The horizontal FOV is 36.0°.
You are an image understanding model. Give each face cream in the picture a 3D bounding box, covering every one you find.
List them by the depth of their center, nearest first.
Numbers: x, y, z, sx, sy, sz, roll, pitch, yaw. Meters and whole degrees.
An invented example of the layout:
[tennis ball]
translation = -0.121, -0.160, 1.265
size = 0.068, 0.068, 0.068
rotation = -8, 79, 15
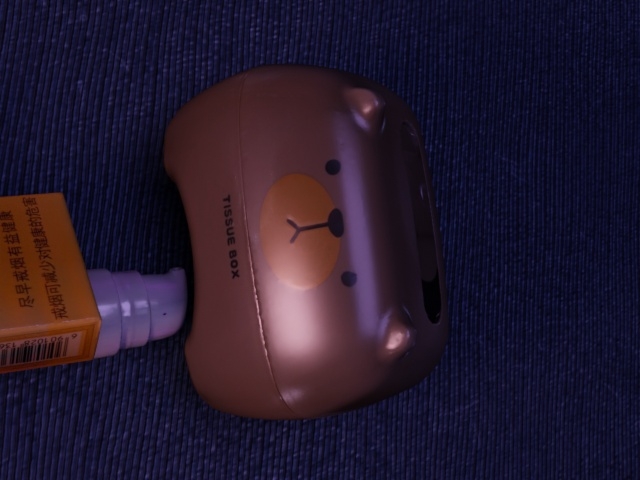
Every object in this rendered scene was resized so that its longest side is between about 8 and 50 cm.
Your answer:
[face cream]
translation = -0.311, 0.087, 1.061
size = 0.345, 0.102, 0.102
rotation = -5, 84, -27

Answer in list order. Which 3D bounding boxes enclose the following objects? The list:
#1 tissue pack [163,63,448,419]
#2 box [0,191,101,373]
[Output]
[tissue pack]
translation = 0.000, 0.000, 1.108
size = 0.267, 0.277, 0.387
rotation = 5, 78, -58
[box]
translation = -0.368, 0.046, 0.951
size = 0.274, 0.076, 0.174
rotation = -6, 50, -27
